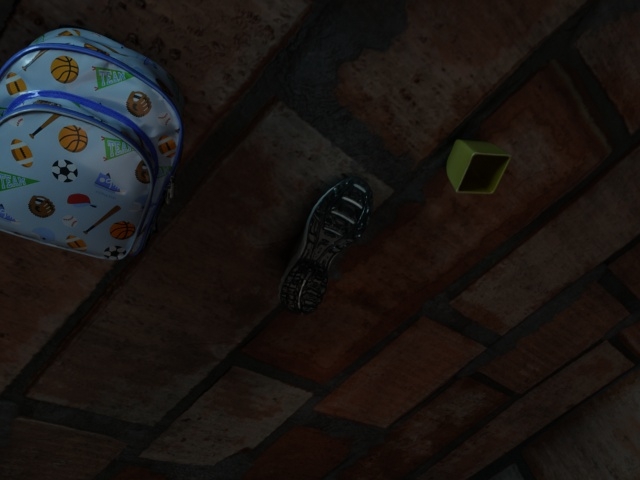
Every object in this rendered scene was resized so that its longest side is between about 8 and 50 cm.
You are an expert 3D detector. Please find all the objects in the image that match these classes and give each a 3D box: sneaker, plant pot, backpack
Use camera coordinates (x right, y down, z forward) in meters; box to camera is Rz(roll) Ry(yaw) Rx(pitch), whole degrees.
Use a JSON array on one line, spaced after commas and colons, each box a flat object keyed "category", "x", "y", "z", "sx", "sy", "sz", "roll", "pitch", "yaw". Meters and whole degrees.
[{"category": "sneaker", "x": -0.001, "y": 0.000, "z": 0.945, "sx": 0.100, "sy": 0.108, "sz": 0.271, "roll": 28, "pitch": 100, "yaw": -16}, {"category": "plant pot", "x": 0.272, "y": -0.140, "z": 0.923, "sx": 0.081, "sy": 0.083, "sz": 0.081, "roll": 0, "pitch": 128, "yaw": -20}, {"category": "backpack", "x": -0.302, "y": -0.122, "z": 0.658, "sx": 0.277, "sy": 0.213, "sz": 0.263, "roll": 17, "pitch": 111, "yaw": -28}]
